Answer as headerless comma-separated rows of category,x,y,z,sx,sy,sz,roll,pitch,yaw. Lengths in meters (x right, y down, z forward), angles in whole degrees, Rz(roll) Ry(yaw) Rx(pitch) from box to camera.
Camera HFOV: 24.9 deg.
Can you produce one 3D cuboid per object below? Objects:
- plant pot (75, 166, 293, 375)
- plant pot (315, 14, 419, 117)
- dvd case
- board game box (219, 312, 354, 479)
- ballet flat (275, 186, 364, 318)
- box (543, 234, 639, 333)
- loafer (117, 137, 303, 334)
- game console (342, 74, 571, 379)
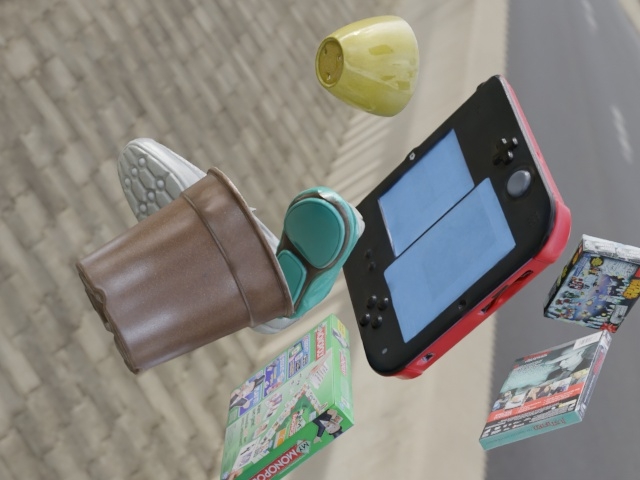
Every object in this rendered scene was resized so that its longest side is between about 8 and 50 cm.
plant pot,-0.137,0.040,1.409,0.167,0.165,0.167,56,-14,21
plant pot,0.051,-0.229,1.884,0.095,0.134,0.134,0,54,-34
dvd case,0.177,0.115,1.132,0.013,0.087,0.119,58,32,-15
board game box,-0.048,0.244,2.128,0.046,0.213,0.317,49,13,-15
ballet flat,0.000,0.000,1.575,0.087,0.247,0.083,-35,76,-32
box,0.331,0.053,1.720,0.094,0.137,0.027,12,50,-6
loafer,-0.136,-0.012,1.892,0.319,0.112,0.111,48,34,7
game console,0.179,-0.015,2.124,0.060,0.386,0.342,23,36,-38
